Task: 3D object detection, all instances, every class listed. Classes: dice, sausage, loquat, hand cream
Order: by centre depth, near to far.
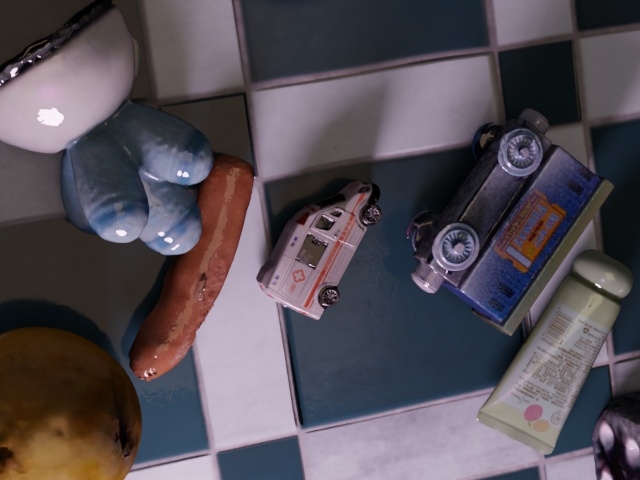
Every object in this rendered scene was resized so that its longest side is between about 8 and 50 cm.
[{"bbox_3d":[-0.361,0.242,1.610,0.263,0.263,0.263,-2,98,-15],"label":"loquat"},{"bbox_3d":[-0.169,0.040,1.711,0.087,0.079,0.326,22,91,-37],"label":"sausage"},{"bbox_3d":[0.359,0.161,1.866,0.147,0.093,0.306,28,91,-22],"label":"hand cream"},{"bbox_3d":[0.525,0.330,1.888,0.181,0.183,0.182,-9,102,-16],"label":"dice"}]

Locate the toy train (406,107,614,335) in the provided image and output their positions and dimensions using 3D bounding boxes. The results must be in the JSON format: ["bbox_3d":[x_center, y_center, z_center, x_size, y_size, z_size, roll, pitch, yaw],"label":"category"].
[{"bbox_3d":[0.265,-0.027,1.795,0.202,0.131,0.299,36,87,-19],"label":"toy train"}]

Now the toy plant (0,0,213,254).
[{"bbox_3d":[-0.264,-0.115,1.594,0.247,0.247,0.332,-38,107,-8],"label":"toy plant"}]

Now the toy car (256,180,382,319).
[{"bbox_3d":[0.000,0.000,1.748,0.108,0.089,0.209,28,93,-12],"label":"toy car"}]
